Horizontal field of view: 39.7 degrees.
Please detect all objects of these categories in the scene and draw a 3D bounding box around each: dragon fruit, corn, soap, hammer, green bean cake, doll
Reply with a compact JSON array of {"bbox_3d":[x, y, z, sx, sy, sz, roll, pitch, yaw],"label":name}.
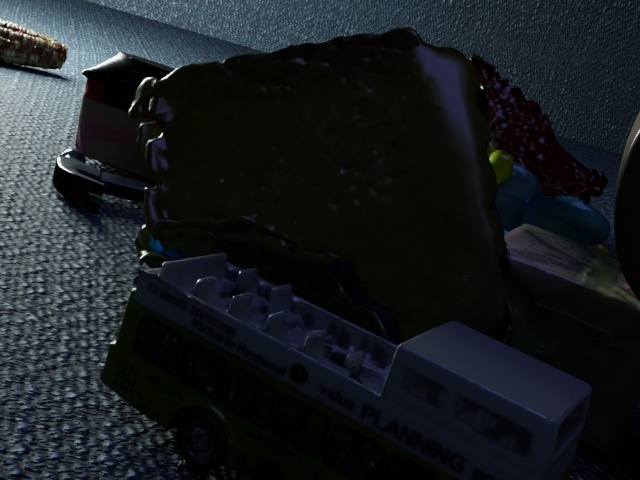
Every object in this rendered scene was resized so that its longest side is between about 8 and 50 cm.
[{"bbox_3d":[0.284,-0.097,1.508,0.329,0.228,0.286,37,52,0],"label":"dragon fruit"},{"bbox_3d":[-0.557,-0.343,1.522,0.237,0.079,0.079,13,17,-29],"label":"corn"},{"bbox_3d":[0.232,0.082,0.858,0.182,0.138,0.199,25,18,19],"label":"soap"},{"bbox_3d":[-0.163,-0.046,1.031,0.290,0.037,0.137,13,17,-15],"label":"hammer"},{"bbox_3d":[0.000,0.000,0.760,0.310,0.285,0.202,-3,-22,7],"label":"green bean cake"},{"bbox_3d":[0.238,-0.027,1.071,0.341,0.098,0.346,32,3,-33],"label":"doll"}]

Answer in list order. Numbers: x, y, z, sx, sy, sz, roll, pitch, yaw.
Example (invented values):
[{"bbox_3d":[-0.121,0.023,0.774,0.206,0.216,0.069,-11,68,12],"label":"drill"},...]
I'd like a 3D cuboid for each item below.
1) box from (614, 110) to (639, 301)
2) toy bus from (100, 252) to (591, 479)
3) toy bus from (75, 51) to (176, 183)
[{"bbox_3d":[0.381,-0.034,0.697,0.301,0.301,0.216,25,26,23],"label":"box"},{"bbox_3d":[0.008,0.101,0.560,0.302,0.139,0.113,24,15,25],"label":"toy bus"},{"bbox_3d":[-0.154,-0.134,1.133,0.303,0.147,0.127,21,16,4],"label":"toy bus"}]
